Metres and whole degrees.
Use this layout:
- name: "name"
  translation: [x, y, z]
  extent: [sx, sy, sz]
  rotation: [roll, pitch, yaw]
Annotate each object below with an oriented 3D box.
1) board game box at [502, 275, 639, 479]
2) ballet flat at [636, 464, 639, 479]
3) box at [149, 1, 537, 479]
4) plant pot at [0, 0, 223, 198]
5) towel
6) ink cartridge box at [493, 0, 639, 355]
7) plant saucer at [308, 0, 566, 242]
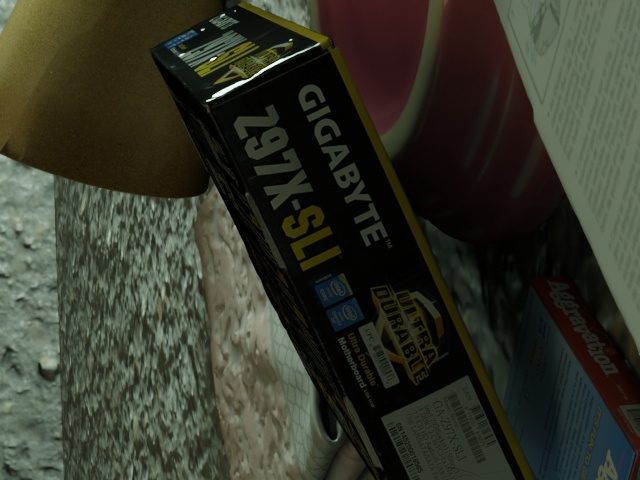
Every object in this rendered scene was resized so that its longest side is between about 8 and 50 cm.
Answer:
- name: "board game box"
  translation: [0.123, 0.175, 0.946]
  extent: [0.145, 0.027, 0.281]
  rotation: [-113, 26, -53]
- name: "ballet flat"
  translation: [0.165, 0.085, 0.776]
  extent: [0.041, 0.041, 0.114]
  rotation: [-124, 34, -60]
- name: "box"
  translation: [0.000, 0.000, 1.016]
  extent: [0.257, 0.079, 0.322]
  rotation: [63, 176, -14]
- name: "plant pot"
  translation: [-0.183, -0.197, 1.637]
  extent: [0.237, 0.237, 0.254]
  rotation: [-132, 57, -65]
- name: "towel"
  translation: [-0.038, 0.067, 1.430]
  extent: [0.317, 0.053, 0.331]
  rotation: [119, 145, -61]
- name: "ink cartridge box"
  translation: [0.162, -0.130, 0.629]
  extent: [0.385, 0.091, 0.308]
  rotation: [-103, 18, -50]
- name: "plant saucer"
  translation: [0.064, -0.162, 0.993]
  extent: [0.332, 0.084, 0.332]
  rotation: [178, 90, -74]
